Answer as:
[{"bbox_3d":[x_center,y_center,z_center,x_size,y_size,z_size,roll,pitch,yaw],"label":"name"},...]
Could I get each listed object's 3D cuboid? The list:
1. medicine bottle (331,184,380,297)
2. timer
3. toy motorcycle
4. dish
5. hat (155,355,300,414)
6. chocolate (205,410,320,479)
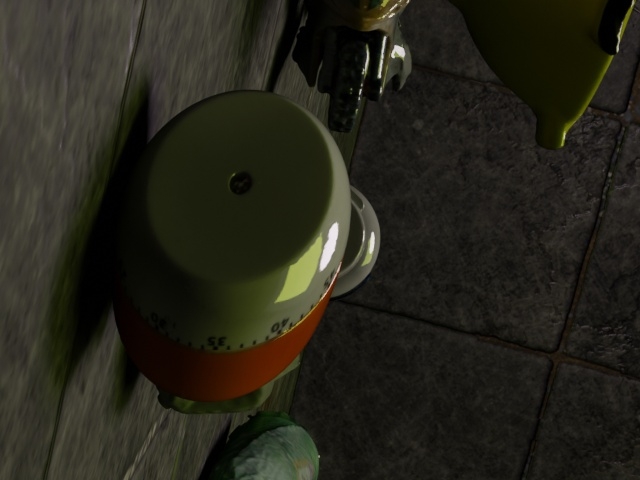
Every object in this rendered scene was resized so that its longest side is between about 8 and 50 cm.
[{"bbox_3d":[0.000,0.000,1.415,0.191,0.107,0.107,68,37,-86],"label":"medicine bottle"},{"bbox_3d":[-0.038,0.011,0.682,0.136,0.099,0.136,21,90,-77],"label":"timer"},{"bbox_3d":[0.029,-0.185,1.232,0.229,0.094,0.130,-88,-175,-54],"label":"toy motorcycle"},{"bbox_3d":[0.145,-0.206,1.020,0.221,0.108,0.262,105,1,-65],"label":"dish"},{"bbox_3d":[-0.060,0.030,0.854,0.122,0.081,0.166,59,9,-27],"label":"hat"},{"bbox_3d":[-0.063,0.237,1.517,0.291,0.110,0.110,-33,137,-84],"label":"chocolate"}]
